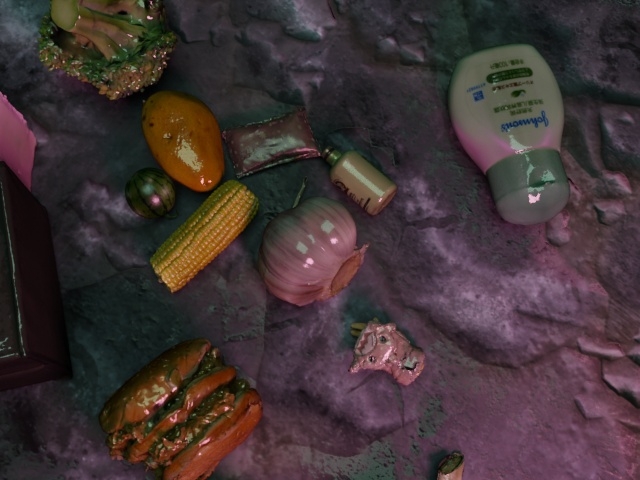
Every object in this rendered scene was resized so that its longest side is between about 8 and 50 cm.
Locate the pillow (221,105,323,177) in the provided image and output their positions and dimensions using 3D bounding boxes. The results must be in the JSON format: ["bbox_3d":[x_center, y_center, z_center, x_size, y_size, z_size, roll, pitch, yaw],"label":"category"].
[{"bbox_3d":[-0.096,-0.198,1.592,0.185,0.043,0.118,-17,77,-6],"label":"pillow"}]

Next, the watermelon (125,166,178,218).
[{"bbox_3d":[-0.322,-0.085,1.525,0.109,0.109,0.108,0,74,-2],"label":"watermelon"}]

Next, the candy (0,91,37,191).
[{"bbox_3d":[-0.616,-0.180,1.458,0.116,0.265,0.155,-1,74,2],"label":"candy"}]

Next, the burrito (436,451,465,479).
[{"bbox_3d":[0.223,0.446,1.408,0.041,0.055,0.149,4,73,32],"label":"burrito"}]

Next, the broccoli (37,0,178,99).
[{"bbox_3d":[-0.424,-0.410,1.559,0.288,0.235,0.260,28,40,15],"label":"broccoli"}]

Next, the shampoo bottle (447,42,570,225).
[{"bbox_3d":[0.377,-0.197,1.551,0.222,0.151,0.349,-10,75,-7],"label":"shampoo bottle"}]

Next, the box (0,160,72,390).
[{"bbox_3d":[-0.587,0.080,1.387,0.205,0.251,0.344,-13,74,-5],"label":"box"}]

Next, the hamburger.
[{"bbox_3d":[-0.242,0.300,1.347,0.260,0.245,0.211,-44,81,8],"label":"hamburger"}]

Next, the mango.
[{"bbox_3d":[-0.257,-0.194,1.547,0.147,0.109,0.227,-23,75,-34],"label":"mango"}]

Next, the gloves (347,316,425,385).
[{"bbox_3d":[0.122,0.201,1.459,0.144,0.094,0.110,14,85,-6],"label":"gloves"}]

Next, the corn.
[{"bbox_3d":[-0.218,-0.010,1.508,0.093,0.093,0.244,40,77,9],"label":"corn"}]

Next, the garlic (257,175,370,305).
[{"bbox_3d":[0.000,0.000,1.502,0.207,0.207,0.256,13,39,2],"label":"garlic"}]

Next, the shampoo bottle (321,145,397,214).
[{"bbox_3d":[0.068,-0.126,1.557,0.162,0.079,0.079,41,77,9],"label":"shampoo bottle"}]
